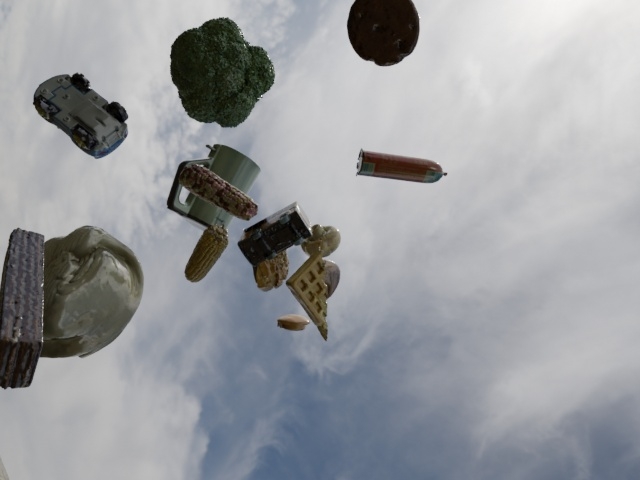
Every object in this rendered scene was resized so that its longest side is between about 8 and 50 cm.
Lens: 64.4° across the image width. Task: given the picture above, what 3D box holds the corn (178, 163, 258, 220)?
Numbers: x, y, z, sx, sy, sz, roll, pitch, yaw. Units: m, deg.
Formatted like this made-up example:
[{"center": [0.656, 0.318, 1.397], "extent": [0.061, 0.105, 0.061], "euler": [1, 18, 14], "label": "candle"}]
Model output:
[{"center": [-0.321, -0.150, 1.582], "extent": [0.280, 0.092, 0.092], "euler": [31, -62, 16], "label": "corn"}]

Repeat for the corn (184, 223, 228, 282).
[{"center": [-0.445, 0.059, 1.957], "extent": [0.305, 0.106, 0.106], "euler": [-51, -125, 36], "label": "corn"}]

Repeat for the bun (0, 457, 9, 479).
[{"center": [-0.778, 0.510, 1.096], "extent": [0.263, 0.263, 0.175], "euler": [10, -113, 49], "label": "bun"}]

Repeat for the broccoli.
[{"center": [-0.360, -0.579, 1.784], "extent": [0.413, 0.310, 0.321], "euler": [11, -113, 12], "label": "broccoli"}]

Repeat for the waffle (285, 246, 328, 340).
[{"center": [0.008, 0.126, 1.164], "extent": [0.032, 0.125, 0.191], "euler": [9, -40, 50], "label": "waffle"}]

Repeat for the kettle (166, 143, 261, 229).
[{"center": [-0.501, -0.247, 2.331], "extent": [0.250, 0.361, 0.377], "euler": [16, -105, 43], "label": "kettle"}]

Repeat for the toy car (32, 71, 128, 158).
[{"center": [-0.806, -0.417, 1.715], "extent": [0.314, 0.198, 0.166], "euler": [37, -31, -1], "label": "toy car"}]

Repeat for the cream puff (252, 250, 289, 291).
[{"center": [-0.174, 0.084, 1.798], "extent": [0.189, 0.129, 0.189], "euler": [174, -90, -86], "label": "cream puff"}]

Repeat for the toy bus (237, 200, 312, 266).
[{"center": [-0.131, -0.021, 1.466], "extent": [0.201, 0.098, 0.114], "euler": [-28, -158, 12], "label": "toy bus"}]

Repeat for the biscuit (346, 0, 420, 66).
[{"center": [0.171, -0.582, 1.389], "extent": [0.212, 0.036, 0.212], "euler": [10, -49, 12], "label": "biscuit"}]

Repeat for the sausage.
[{"center": [0.232, -0.200, 1.423], "extent": [0.083, 0.263, 0.083], "euler": [-174, -90, -80], "label": "sausage"}]

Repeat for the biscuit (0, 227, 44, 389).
[{"center": [-0.589, 0.114, 0.997], "extent": [0.388, 0.073, 0.107], "euler": [51, -58, 49], "label": "biscuit"}]

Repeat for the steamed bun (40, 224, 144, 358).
[{"center": [-0.616, 0.150, 1.317], "extent": [0.367, 0.255, 0.343], "euler": [-18, -134, 35], "label": "steamed bun"}]

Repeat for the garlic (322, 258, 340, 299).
[{"center": [0.022, 0.136, 1.989], "extent": [0.090, 0.129, 0.198], "euler": [14, -38, 15], "label": "garlic"}]

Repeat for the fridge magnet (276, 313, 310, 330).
[{"center": [-0.113, 0.342, 2.129], "extent": [0.143, 0.143, 0.063], "euler": [5, -90, 49], "label": "fridge magnet"}]

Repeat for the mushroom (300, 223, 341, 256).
[{"center": [0.000, 0.000, 1.778], "extent": [0.148, 0.148, 0.112], "euler": [-2, -52, 49], "label": "mushroom"}]
